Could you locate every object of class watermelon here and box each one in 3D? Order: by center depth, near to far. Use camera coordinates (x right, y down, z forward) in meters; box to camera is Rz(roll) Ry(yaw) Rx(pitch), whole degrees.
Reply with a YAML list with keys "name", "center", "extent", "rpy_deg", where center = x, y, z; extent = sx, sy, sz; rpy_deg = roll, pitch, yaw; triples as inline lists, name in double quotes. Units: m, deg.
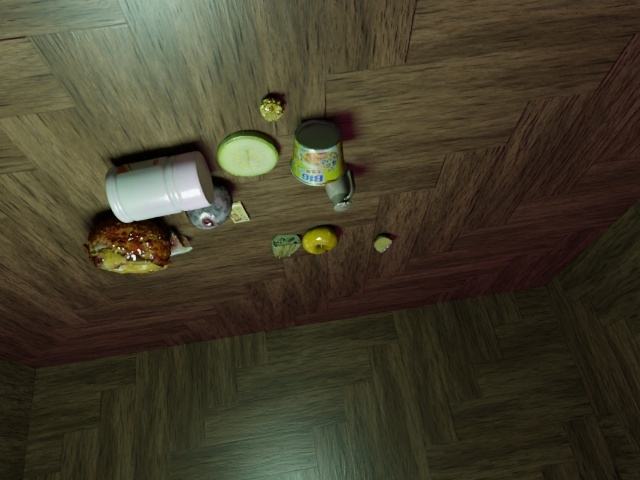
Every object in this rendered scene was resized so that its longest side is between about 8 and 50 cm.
- name: "watermelon"
  center: [-0.671, 0.002, 2.065]
  extent: [0.121, 0.097, 0.158]
  rpy_deg: [-28, 156, 3]

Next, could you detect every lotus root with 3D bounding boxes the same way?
- name: "lotus root"
  center: [-0.183, 0.028, 2.308]
  extent: [0.143, 0.070, 0.144]
  rpy_deg: [-5, 149, -24]

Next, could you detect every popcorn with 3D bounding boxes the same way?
- name: "popcorn"
  center: [-0.152, -0.417, 1.472]
  extent: [0.083, 0.057, 0.082]
  rpy_deg: [-4, 154, -18]

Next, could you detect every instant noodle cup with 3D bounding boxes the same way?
- name: "instant noodle cup"
  center: [-0.005, -0.311, 1.595]
  extent: [0.205, 0.205, 0.153]
  rpy_deg: [-6, 143, -8]

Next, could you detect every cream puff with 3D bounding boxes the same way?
- name: "cream puff"
  center: [-0.782, 0.013, 1.894]
  extent: [0.351, 0.228, 0.350]
  rpy_deg: [-4, 167, -1]

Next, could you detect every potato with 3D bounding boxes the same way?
- name: "potato"
  center: [0.315, 0.001, 2.437]
  extent: [0.096, 0.066, 0.103]
  rpy_deg: [-45, 133, 12]

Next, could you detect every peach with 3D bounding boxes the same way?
- name: "peach"
  center: [0.000, 0.000, 2.281]
  extent: [0.179, 0.103, 0.179]
  rpy_deg: [-9, 156, -4]

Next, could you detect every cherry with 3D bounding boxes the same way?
- name: "cherry"
  center: [-0.431, -0.132, 1.785]
  extent: [0.195, 0.195, 0.195]
  rpy_deg: [-8, 153, -4]

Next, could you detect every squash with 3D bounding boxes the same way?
- name: "squash"
  center: [-0.262, -0.306, 1.663]
  extent: [0.219, 0.041, 0.219]
  rpy_deg: [-8, 152, -4]

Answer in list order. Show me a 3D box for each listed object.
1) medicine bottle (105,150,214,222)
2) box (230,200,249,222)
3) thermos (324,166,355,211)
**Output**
- name: "medicine bottle"
  center: [-0.553, -0.187, 1.616]
  extent: [0.316, 0.202, 0.202]
  rpy_deg: [-10, 153, 1]
- name: "box"
  center: [-0.360, -0.120, 2.011]
  extent: [0.073, 0.020, 0.149]
  rpy_deg: [-12, 153, 3]
- name: "thermos"
  center: [0.079, -0.210, 1.802]
  extent: [0.105, 0.193, 0.137]
  rpy_deg: [17, 142, -40]
